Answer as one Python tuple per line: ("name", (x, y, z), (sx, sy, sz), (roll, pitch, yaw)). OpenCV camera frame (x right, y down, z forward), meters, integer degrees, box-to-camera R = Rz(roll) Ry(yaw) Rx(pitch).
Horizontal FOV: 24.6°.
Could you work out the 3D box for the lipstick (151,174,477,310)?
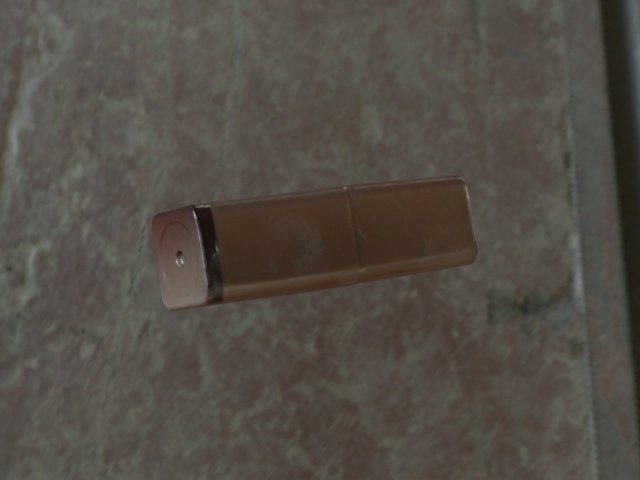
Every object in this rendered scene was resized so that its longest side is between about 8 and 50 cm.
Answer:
("lipstick", (0.000, 0.000, 0.654), (0.145, 0.045, 0.045), (-8, 86, -34))
